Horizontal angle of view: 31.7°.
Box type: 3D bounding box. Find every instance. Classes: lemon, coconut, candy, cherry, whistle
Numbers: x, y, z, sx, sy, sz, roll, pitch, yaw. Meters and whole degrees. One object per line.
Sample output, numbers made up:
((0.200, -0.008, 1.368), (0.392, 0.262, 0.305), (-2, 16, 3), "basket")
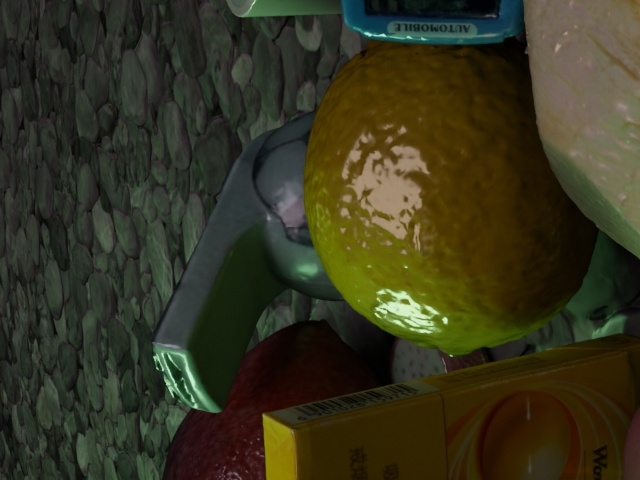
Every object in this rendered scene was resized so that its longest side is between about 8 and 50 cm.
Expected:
((0.083, -0.034, 0.719), (0.192, 0.192, 0.231), (22, 114, 56), "lemon")
((0.198, -0.095, 0.503), (0.237, 0.197, 0.237), (11, 104, 52), "coconut")
((0.093, 0.110, 0.885), (0.103, 0.043, 0.103), (23, 117, 56), "candy")
((-0.018, 0.196, 0.947), (0.206, 0.239, 0.239), (44, 147, -7), "cherry")
((0.000, 0.000, 0.864), (0.163, 0.163, 0.290), (-40, 24, 56), "whistle")

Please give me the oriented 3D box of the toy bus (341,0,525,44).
((0.077, -0.211, 0.659), (0.246, 0.113, 0.134), (-71, -19, -57), "toy bus")

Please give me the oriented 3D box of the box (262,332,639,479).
((0.093, 0.151, 0.668), (0.043, 0.269, 0.152), (16, 111, 58), "box")

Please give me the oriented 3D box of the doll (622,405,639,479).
((0.212, 0.151, 0.577), (0.262, 0.093, 0.211), (65, -172, -77), "doll")

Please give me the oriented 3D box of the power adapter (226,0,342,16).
((-0.037, -0.248, 0.862), (0.125, 0.204, 0.130), (-48, 58, 53), "power adapter")
